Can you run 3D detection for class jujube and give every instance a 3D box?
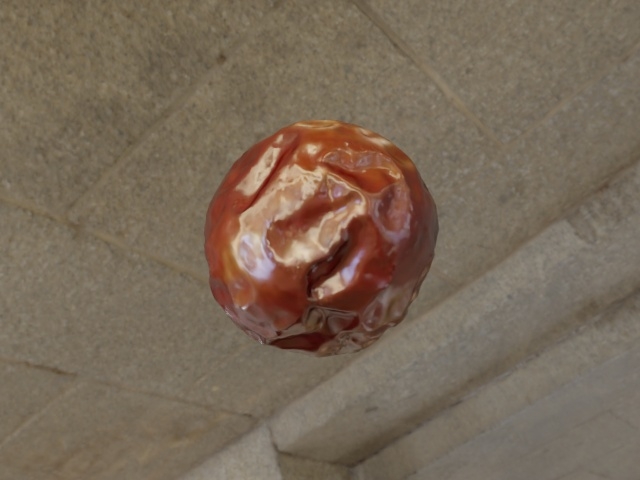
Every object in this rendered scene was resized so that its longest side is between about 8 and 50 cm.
[{"bbox_3d":[0.000,0.000,0.507,0.174,0.174,0.250,-23,-179,3],"label":"jujube"}]
